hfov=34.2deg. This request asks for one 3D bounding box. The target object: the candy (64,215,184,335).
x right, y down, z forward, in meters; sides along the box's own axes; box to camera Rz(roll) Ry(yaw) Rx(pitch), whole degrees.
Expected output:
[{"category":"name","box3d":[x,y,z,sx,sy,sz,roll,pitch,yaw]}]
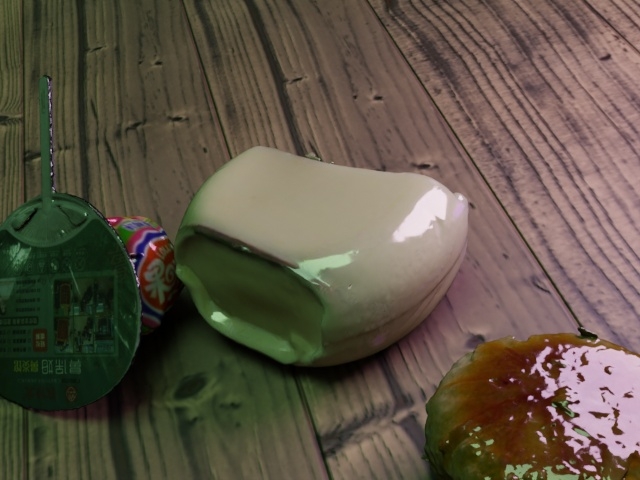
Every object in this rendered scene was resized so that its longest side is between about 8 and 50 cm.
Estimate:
[{"category":"candy","box3d":[-0.302,0.050,1.045,0.365,0.124,0.124,-8,37,25]}]

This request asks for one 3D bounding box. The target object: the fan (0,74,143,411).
[{"category":"fan","box3d":[-0.231,0.023,0.944,0.223,0.294,0.012,29,14,32]}]

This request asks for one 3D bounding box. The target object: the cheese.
[{"category":"cheese","box3d":[0.000,0.000,0.979,0.266,0.127,0.233,19,46,31]}]

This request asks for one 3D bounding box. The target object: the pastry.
[{"category":"pastry","box3d":[0.178,0.147,0.768,0.182,0.093,0.192,-26,39,-19]}]
